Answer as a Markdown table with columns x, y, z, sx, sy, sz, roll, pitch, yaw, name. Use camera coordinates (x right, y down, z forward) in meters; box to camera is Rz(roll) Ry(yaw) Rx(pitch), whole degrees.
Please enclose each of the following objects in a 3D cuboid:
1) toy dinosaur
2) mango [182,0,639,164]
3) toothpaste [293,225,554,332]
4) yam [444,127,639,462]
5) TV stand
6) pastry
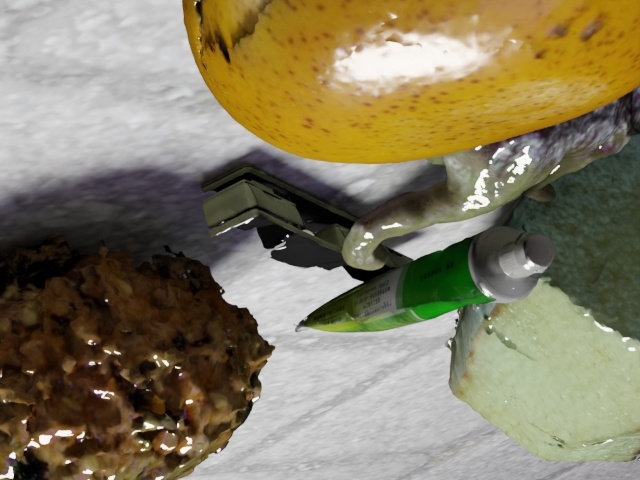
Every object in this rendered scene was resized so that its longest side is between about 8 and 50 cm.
| x | y | z | sx | sy | sz | roll | pitch | yaw | name |
| --- | --- | --- | --- | --- | --- | --- | --- | --- | --- |
| 0.126 | -0.070 | 0.916 | 0.294 | 0.077 | 0.162 | -21 | 163 | -27 | toy dinosaur |
| 0.039 | -0.112 | 0.636 | 0.191 | 0.160 | 0.290 | -11 | 169 | -25 | mango |
| 0.070 | 0.032 | 1.014 | 0.078 | 0.046 | 0.248 | -11 | 174 | -30 | toothpaste |
| 0.209 | 0.052 | 1.117 | 0.201 | 0.202 | 0.271 | -46 | 169 | -30 | yam |
| 0.000 | 0.000 | 1.039 | 0.036 | 0.042 | 0.249 | -27 | 157 | 20 | TV stand |
| -0.160 | 0.113 | 0.992 | 0.275 | 0.193 | 0.275 | -16 | 159 | -6 | pastry |
